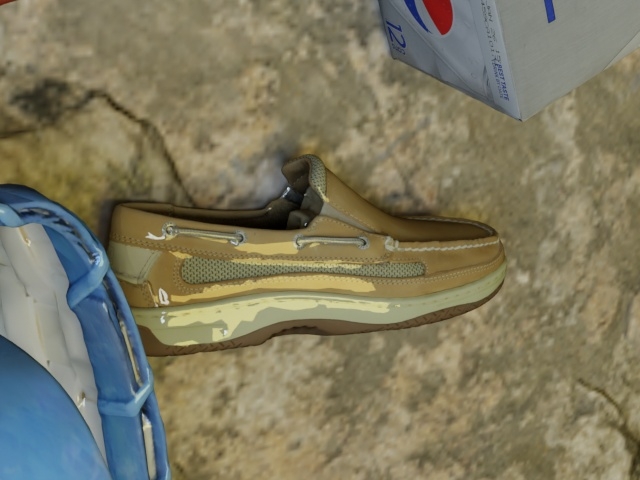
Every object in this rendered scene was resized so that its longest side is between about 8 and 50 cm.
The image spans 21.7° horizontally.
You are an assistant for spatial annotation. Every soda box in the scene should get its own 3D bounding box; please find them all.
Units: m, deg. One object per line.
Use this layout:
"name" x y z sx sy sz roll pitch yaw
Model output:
"soda box" 0.155 -0.168 0.710 0.286 0.091 0.098 -32 128 -21

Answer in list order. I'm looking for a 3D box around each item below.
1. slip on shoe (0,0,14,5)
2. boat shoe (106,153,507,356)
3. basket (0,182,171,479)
"slip on shoe" -0.067 -0.138 0.554 0.331 0.101 0.123 -22 125 -26
"boat shoe" 0.000 0.000 0.698 0.190 0.068 0.072 -8 104 -34
"basket" -0.128 0.099 0.496 0.201 0.289 0.254 -21 124 -28
